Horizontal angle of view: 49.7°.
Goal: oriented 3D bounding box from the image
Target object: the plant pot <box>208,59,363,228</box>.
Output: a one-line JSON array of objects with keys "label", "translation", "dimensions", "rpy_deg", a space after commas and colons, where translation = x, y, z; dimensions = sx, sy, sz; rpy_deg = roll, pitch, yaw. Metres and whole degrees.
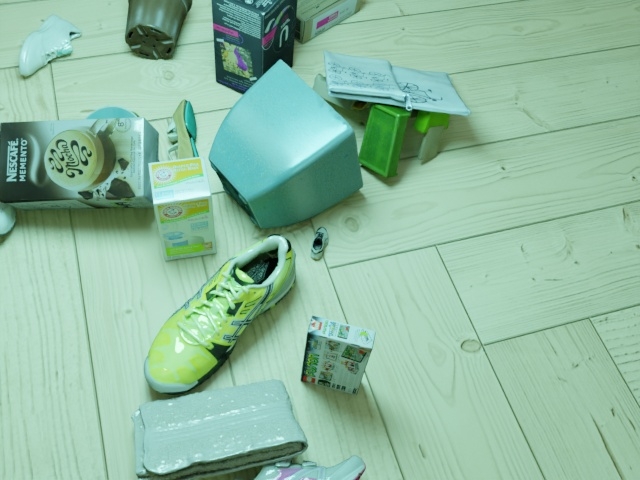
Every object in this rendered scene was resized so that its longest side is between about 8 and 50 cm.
[{"label": "plant pot", "translation": [-0.090, -0.174, 1.476], "dimensions": [0.252, 0.248, 0.247], "rpy_deg": [-38, 67, -9]}]

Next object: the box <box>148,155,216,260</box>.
[{"label": "box", "translation": [-0.275, -0.062, 1.392], "dimensions": [0.114, 0.203, 0.103], "rpy_deg": [-8, 57, -12]}]

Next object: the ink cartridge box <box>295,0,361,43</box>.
[{"label": "ink cartridge box", "translation": [-0.031, -0.666, 1.899], "dimensions": [0.234, 0.088, 0.193], "rpy_deg": [-37, 68, -27]}]

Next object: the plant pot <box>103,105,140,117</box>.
[{"label": "plant pot", "translation": [-0.472, -0.274, 1.598], "dimensions": [0.079, 0.083, 0.083], "rpy_deg": [32, 58, 28]}]

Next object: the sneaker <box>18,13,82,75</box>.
[{"label": "sneaker", "translation": [-0.668, -0.479, 1.717], "dimensions": [0.094, 0.080, 0.212], "rpy_deg": [22, 55, -5]}]

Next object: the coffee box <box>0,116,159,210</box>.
[{"label": "coffee box", "translation": [-0.495, -0.155, 1.429], "dimensions": [0.297, 0.119, 0.168], "rpy_deg": [-2, 82, 2]}]

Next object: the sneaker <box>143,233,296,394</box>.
[{"label": "sneaker", "translation": [-0.193, 0.122, 1.312], "dimensions": [0.145, 0.147, 0.385], "rpy_deg": [33, 60, 14]}]

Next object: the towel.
[{"label": "towel", "translation": [-0.179, 0.322, 1.190], "dimensions": [0.282, 0.049, 0.187], "rpy_deg": [-9, 28, -13]}]

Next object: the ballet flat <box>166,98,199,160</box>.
[{"label": "ballet flat", "translation": [-0.319, -0.231, 1.583], "dimensions": [0.073, 0.080, 0.232], "rpy_deg": [-16, 56, 2]}]

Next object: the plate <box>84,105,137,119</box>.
[{"label": "plate", "translation": [-0.461, -0.203, 1.528], "dimensions": [0.188, 0.024, 0.188], "rpy_deg": [-1, 87, 16]}]

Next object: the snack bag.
[{"label": "snack bag", "translation": [0.176, -0.380, 1.654], "dimensions": [0.342, 0.037, 0.323], "rpy_deg": [8, 28, -5]}]

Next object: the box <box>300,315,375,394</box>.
[{"label": "box", "translation": [0.027, 0.210, 1.238], "dimensions": [0.114, 0.207, 0.036], "rpy_deg": [14, 56, 3]}]

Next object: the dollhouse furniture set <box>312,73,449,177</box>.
[{"label": "dollhouse furniture set", "translation": [0.132, -0.293, 1.679], "dimensions": [0.197, 0.151, 0.301], "rpy_deg": [-17, 39, -40]}]

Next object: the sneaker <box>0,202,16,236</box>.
[{"label": "sneaker", "translation": [-0.714, -0.131, 1.439], "dimensions": [0.111, 0.129, 0.297], "rpy_deg": [-16, 60, -18]}]

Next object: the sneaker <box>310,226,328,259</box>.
[{"label": "sneaker", "translation": [0.000, 0.000, 1.481], "dimensions": [0.032, 0.037, 0.083], "rpy_deg": [10, 54, 3]}]

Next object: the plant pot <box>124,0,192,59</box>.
[{"label": "plant pot", "translation": [-0.418, -0.562, 1.751], "dimensions": [0.167, 0.167, 0.165], "rpy_deg": [4, 63, -3]}]

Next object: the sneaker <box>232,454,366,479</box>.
[{"label": "sneaker", "translation": [-0.045, 0.407, 1.161], "dimensions": [0.252, 0.103, 0.111], "rpy_deg": [-17, 61, -17]}]

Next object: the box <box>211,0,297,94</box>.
[{"label": "box", "translation": [-0.156, -0.499, 1.661], "dimensions": [0.143, 0.270, 0.165], "rpy_deg": [27, 58, 12]}]
